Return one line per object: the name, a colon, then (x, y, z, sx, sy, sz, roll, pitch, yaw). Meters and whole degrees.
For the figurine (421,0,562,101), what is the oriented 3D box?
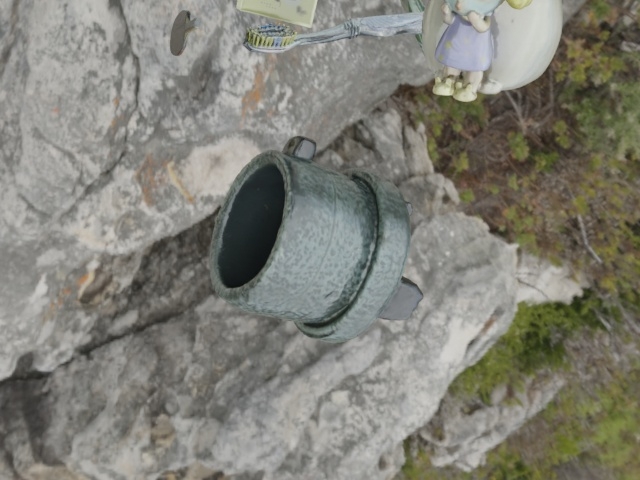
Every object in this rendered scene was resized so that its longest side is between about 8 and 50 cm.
figurine: (0.147, -0.250, 0.533, 0.155, 0.127, 0.236, -33, 138, -34)

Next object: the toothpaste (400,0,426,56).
toothpaste: (0.256, -0.536, 1.616, 0.061, 0.099, 0.392, -34, 155, 11)

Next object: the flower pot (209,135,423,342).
flower pot: (0.000, 0.000, 1.024, 0.282, 0.299, 0.299, 18, 123, -30)

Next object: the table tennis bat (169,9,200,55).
table tennis bat: (-0.390, -0.598, 1.856, 0.019, 0.220, 0.130, 6, 91, -31)

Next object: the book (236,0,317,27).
book: (-0.052, -0.334, 0.864, 0.110, 0.014, 0.077, 3, 113, -31)

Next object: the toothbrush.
toothbrush: (0.093, -0.300, 0.910, 0.413, 0.035, 0.042, -12, 169, -18)
